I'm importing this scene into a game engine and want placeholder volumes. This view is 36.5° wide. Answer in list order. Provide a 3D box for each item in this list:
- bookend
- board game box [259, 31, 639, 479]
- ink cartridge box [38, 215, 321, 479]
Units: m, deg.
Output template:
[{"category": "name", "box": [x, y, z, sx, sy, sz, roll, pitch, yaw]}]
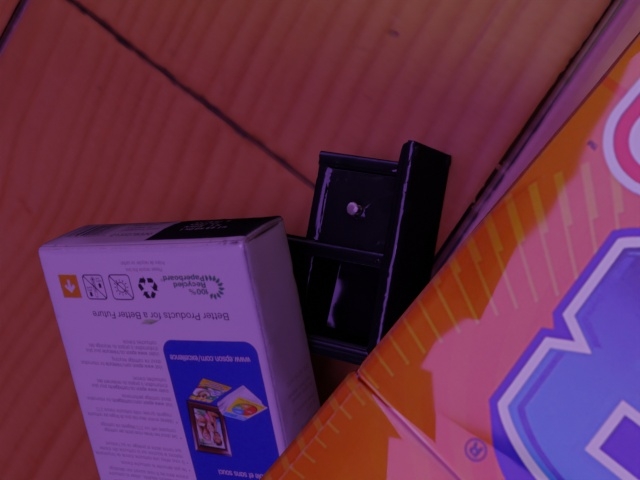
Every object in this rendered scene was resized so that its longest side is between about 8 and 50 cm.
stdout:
[{"category": "bookend", "box": [0.000, 0.000, 0.711, 0.156, 0.072, 0.157, 11, 92, 28]}, {"category": "board game box", "box": [0.208, 0.169, 0.434, 0.356, 0.356, 0.356, 45, 106, 22]}, {"category": "ink cartridge box", "box": [-0.079, 0.167, 0.707, 0.175, 0.069, 0.371, -1, 106, 29]}]
